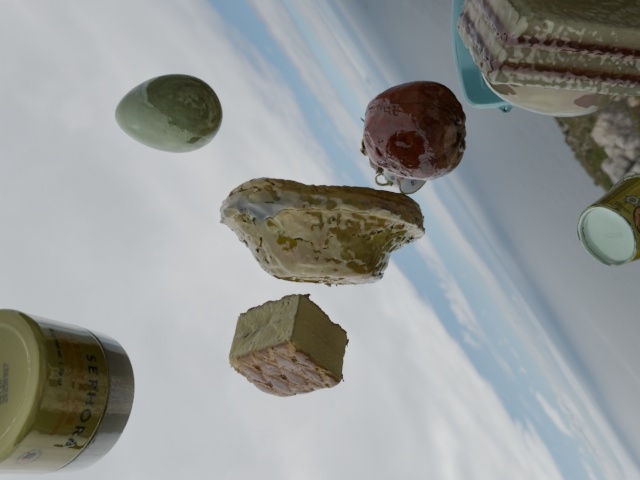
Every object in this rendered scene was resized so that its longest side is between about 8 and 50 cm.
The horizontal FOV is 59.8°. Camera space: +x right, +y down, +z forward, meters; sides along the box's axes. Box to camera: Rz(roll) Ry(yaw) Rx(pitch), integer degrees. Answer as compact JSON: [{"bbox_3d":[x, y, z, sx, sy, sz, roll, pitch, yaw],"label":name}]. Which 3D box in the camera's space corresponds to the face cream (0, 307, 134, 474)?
[{"bbox_3d":[-0.416,0.223,0.808,0.218,0.218,0.179,64,-170,28],"label":"face cream"}]

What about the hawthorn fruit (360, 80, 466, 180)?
[{"bbox_3d":[0.236,-0.268,1.390,0.258,0.261,0.259,-5,-90,-87],"label":"hawthorn fruit"}]

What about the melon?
[{"bbox_3d":[0.515,-0.391,1.227,0.316,0.223,0.223,18,179,22],"label":"melon"}]

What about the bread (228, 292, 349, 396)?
[{"bbox_3d":[-0.101,0.334,1.731,0.279,0.278,0.207,47,-143,-37],"label":"bread"}]

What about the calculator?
[{"bbox_3d":[0.456,-0.518,1.413,0.054,0.256,0.387,-29,-66,-51],"label":"calculator"}]

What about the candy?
[{"bbox_3d":[0.417,-0.357,0.951,0.135,0.320,0.180,105,163,-51],"label":"candy"}]

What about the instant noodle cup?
[{"bbox_3d":[0.649,-0.033,1.184,0.182,0.144,0.182,46,149,39],"label":"instant noodle cup"}]

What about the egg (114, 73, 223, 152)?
[{"bbox_3d":[-0.423,-0.354,1.561,0.218,0.295,0.219,175,90,-78],"label":"egg"}]

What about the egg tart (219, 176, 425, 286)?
[{"bbox_3d":[0.000,0.000,1.157,0.443,0.442,0.178,28,-117,-64],"label":"egg tart"}]

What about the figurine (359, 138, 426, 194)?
[{"bbox_3d":[0.231,-0.269,1.774,0.264,0.189,0.142,60,176,35],"label":"figurine"}]
